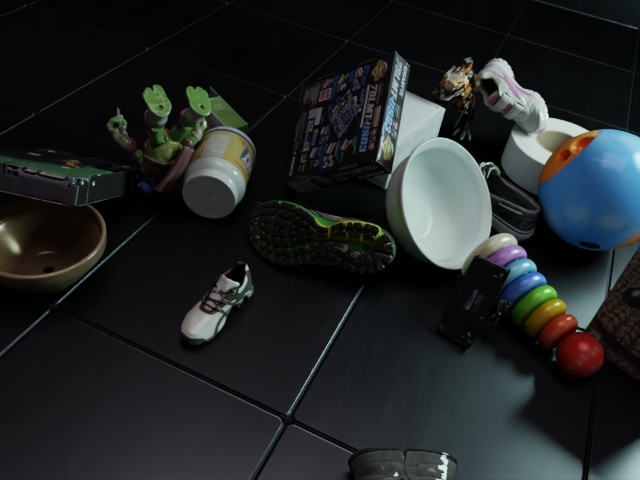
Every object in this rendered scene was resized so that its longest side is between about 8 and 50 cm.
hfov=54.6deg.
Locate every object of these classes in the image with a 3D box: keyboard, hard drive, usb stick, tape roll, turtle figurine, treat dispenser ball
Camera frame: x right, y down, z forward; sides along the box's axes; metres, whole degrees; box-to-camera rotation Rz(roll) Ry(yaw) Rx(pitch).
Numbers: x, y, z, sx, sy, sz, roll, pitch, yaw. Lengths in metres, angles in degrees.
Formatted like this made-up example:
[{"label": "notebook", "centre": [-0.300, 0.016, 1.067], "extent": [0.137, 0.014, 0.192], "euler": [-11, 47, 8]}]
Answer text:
[{"label": "keyboard", "centre": [0.322, 0.129, 1.254], "extent": [0.108, 0.023, 0.180], "euler": [27, 87, 25]}, {"label": "hard drive", "centre": [-0.548, -0.138, 1.312], "extent": [0.236, 0.064, 0.339], "euler": [12, 10, 2]}, {"label": "usb stick", "centre": [0.206, -0.064, 1.509], "extent": [0.077, 0.045, 0.278], "euler": [42, 50, 19]}, {"label": "tape roll", "centre": [0.662, -0.231, 1.746], "extent": [0.286, 0.100, 0.286], "euler": [6, 41, -5]}, {"label": "turtle figurine", "centre": [-0.353, -0.267, 1.367], "extent": [0.197, 0.266, 0.275], "euler": [25, 58, -18]}, {"label": "treat dispenser ball", "centre": [0.667, -0.119, 1.478], "extent": [0.288, 0.288, 0.288], "euler": [6, 42, -5]}]

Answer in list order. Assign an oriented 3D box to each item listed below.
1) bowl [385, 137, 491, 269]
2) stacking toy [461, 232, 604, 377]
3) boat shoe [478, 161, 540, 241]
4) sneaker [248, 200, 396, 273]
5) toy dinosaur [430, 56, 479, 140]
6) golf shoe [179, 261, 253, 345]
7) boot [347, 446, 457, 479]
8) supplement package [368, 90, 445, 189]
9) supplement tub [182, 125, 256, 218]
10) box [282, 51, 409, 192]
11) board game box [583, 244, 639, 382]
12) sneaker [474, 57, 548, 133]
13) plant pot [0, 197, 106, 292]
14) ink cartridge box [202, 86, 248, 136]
[{"label": "bowl", "centre": [0.246, -0.075, 1.416], "extent": [0.298, 0.298, 0.134], "euler": [-31, 13, -37]}, {"label": "stacking toy", "centre": [0.440, 0.142, 1.276], "extent": [0.141, 0.141, 0.330], "euler": [-16, 54, -27]}, {"label": "boat shoe", "centre": [0.414, -0.142, 1.562], "extent": [0.335, 0.119, 0.121], "euler": [40, 49, 23]}, {"label": "sneaker", "centre": [0.000, 0.000, 1.363], "extent": [0.343, 0.134, 0.146], "euler": [15, 5, 15]}, {"label": "toy dinosaur", "centre": [0.408, -0.421, 1.796], "extent": [0.322, 0.218, 0.164], "euler": [-10, 36, -44]}, {"label": "golf shoe", "centre": [-0.203, 0.114, 1.195], "extent": [0.077, 0.094, 0.198], "euler": [25, 45, 14]}, {"label": "boot", "centre": [0.205, 0.420, 0.925], "extent": [0.338, 0.118, 0.223], "euler": [14, 36, -2]}, {"label": "supplement package", "centre": [0.175, -0.293, 1.682], "extent": [0.204, 0.145, 0.262], "euler": [31, 45, 22]}, {"label": "supplement tub", "centre": [-0.237, -0.160, 1.452], "extent": [0.144, 0.144, 0.200], "euler": [10, 42, 0]}, {"label": "box", "centre": [0.058, -0.277, 1.485], "extent": [0.293, 0.073, 0.296], "euler": [-7, 64, 40]}, {"label": "board game box", "centre": [0.688, 0.139, 1.194], "extent": [0.141, 0.291, 0.232], "euler": [-28, 54, -35]}, {"label": "sneaker", "centre": [0.516, -0.385, 1.716], "extent": [0.111, 0.103, 0.252], "euler": [-30, 72, -30]}, {"label": "plant pot", "centre": [-0.538, 0.026, 1.212], "extent": [0.237, 0.110, 0.237], "euler": [5, 42, -4]}, {"label": "ink cartridge box", "centre": [-0.271, -0.307, 1.636], "extent": [0.062, 0.109, 0.209], "euler": [-19, 49, -30]}]
